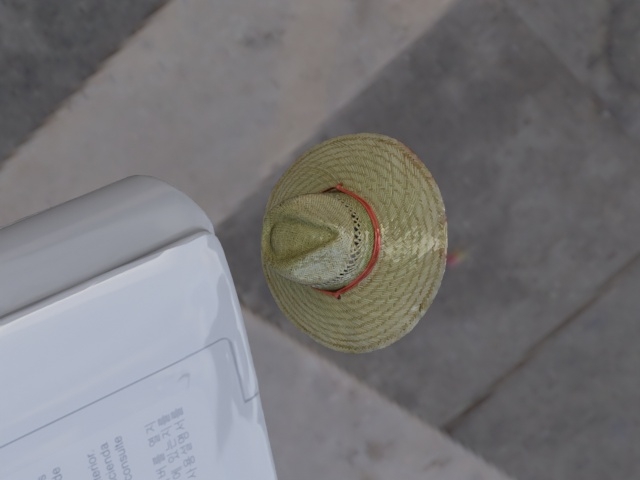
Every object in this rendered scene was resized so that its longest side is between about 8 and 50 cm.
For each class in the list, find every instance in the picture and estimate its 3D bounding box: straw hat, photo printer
[{"bbox_3d":[0.000,0.000,1.113,0.061,0.144,0.144,6,126,-51],"label":"straw hat"},{"bbox_3d":[-0.158,0.143,0.708,0.307,0.107,0.256,-26,116,-32],"label":"photo printer"}]
